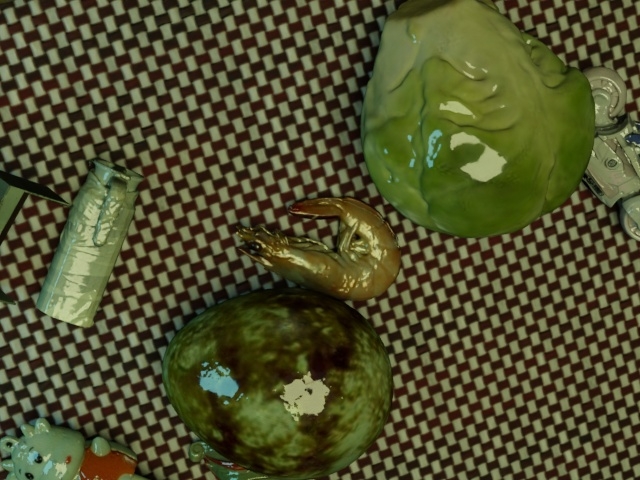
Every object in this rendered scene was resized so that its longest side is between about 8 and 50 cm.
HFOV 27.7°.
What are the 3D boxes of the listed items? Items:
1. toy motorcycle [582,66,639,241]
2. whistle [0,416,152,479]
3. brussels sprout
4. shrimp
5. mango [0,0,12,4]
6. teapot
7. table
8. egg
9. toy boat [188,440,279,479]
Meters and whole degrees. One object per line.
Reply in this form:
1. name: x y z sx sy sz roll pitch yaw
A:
1. toy motorcycle: 0.391 -0.109 1.731 0.112 0.112 0.254 -26 106 -6
2. whistle: -0.292 0.305 1.658 0.253 0.105 0.102 26 136 -17
3. brussels sprout: 0.182 -0.143 1.591 0.317 0.243 0.273 40 85 -16
4. shrimp: 0.001 0.001 1.680 0.236 0.053 0.133 17 100 -19
5. mango: -0.404 -0.361 1.470 0.316 0.146 0.192 -5 105 -26
6. teapot: -0.280 0.003 1.588 0.077 0.107 0.200 20 96 -15
7. table: -0.406 -0.013 1.534 0.175 0.062 0.146 20 102 -53
8. egg: -0.053 0.172 1.611 0.290 0.238 0.238 16 98 0
9. toy boat: -0.080 0.295 1.717 0.185 0.071 0.089 -2 144 -12
